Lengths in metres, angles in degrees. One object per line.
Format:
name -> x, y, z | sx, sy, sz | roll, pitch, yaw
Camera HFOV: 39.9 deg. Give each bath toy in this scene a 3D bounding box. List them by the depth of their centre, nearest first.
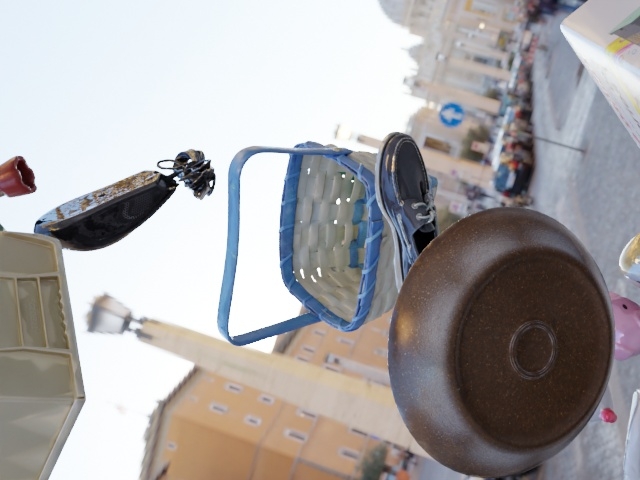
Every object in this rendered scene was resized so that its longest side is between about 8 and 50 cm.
bath toy -> 0.431, 0.108, 1.209 | 0.348, 0.151, 0.129 | -56, 29, 8

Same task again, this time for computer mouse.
computer mouse -> -0.279, -0.044, 1.286 | 0.188, 0.272, 0.072 | -134, 22, -66

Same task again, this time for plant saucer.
plant saucer -> 0.142, 0.075, 0.626 | 0.036, 0.198, 0.198 | 8, 78, 65

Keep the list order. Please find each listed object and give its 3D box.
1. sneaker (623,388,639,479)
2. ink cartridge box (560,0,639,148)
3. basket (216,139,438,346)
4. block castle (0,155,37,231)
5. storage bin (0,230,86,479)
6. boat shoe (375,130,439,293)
sneaker -> 0.396, 0.258, 0.915 | 0.281, 0.115, 0.105 | 59, -141, -27
ink cartridge box -> 0.294, -0.077, 0.584 | 0.117, 0.201, 0.278 | -36, 21, 13
basket -> 0.000, 0.000, 1.148 | 0.289, 0.201, 0.255 | -9, -64, -40
block castle -> -0.646, -0.049, 1.639 | 0.303, 0.213, 0.453 | 64, -173, -50
storage bin -> -0.395, 0.163, 1.069 | 0.262, 0.123, 0.260 | -59, 38, 36
boat shoe -> 0.115, -0.022, 0.987 | 0.075, 0.065, 0.206 | -18, -77, -36
